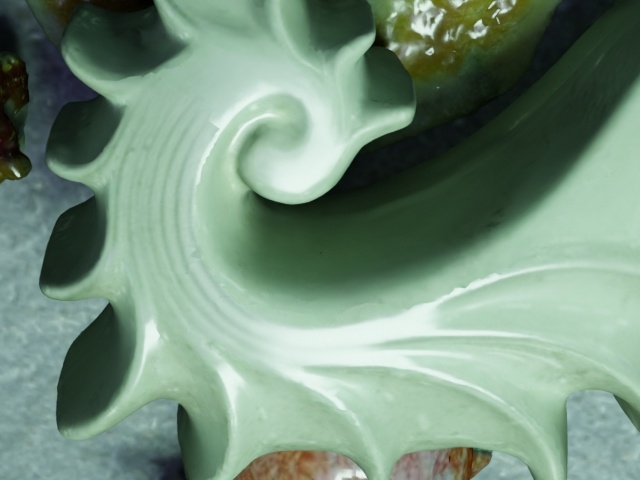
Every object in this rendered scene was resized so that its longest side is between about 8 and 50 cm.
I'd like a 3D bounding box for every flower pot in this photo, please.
[{"bbox_3d":[0.055,-0.010,0.895,0.368,0.164,0.254,4,107,-6],"label":"flower pot"}]

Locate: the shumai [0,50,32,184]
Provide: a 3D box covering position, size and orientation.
[{"bbox_3d":[-0.238,-0.054,0.964,0.184,0.142,0.184,0,116,-1],"label":"shumai"}]

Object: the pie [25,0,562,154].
[{"bbox_3d":[-0.011,-0.169,0.938,0.303,0.067,0.302,0,120,1],"label":"pie"}]

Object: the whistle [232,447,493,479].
[{"bbox_3d":[-0.030,0.154,1.091,0.346,0.133,0.142,-40,153,29],"label":"whistle"}]
